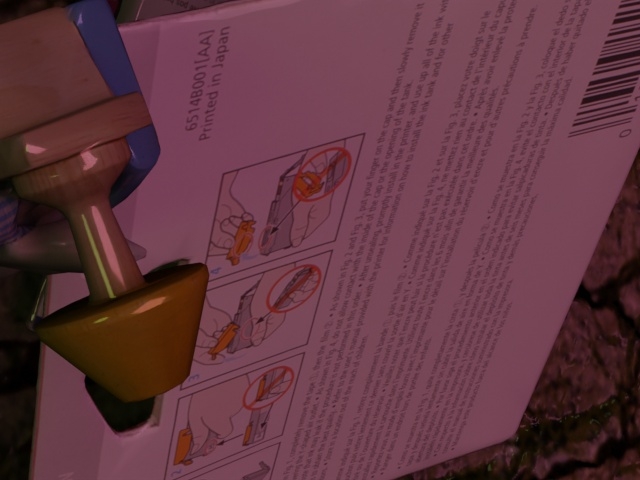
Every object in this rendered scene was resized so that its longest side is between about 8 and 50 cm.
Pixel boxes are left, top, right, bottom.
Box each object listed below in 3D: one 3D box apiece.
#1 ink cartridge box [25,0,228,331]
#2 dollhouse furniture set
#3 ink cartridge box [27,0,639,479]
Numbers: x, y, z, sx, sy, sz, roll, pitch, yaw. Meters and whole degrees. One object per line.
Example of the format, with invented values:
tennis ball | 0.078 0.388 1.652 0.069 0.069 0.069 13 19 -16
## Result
ink cartridge box | -0.009 -0.120 0.686 0.176 0.069 0.371 18 90 -36
dollhouse furniture set | -0.199 0.086 0.399 0.286 0.303 0.198 -26 102 -37
ink cartridge box | 0.000 0.000 0.573 0.261 0.066 0.296 -15 139 -29
